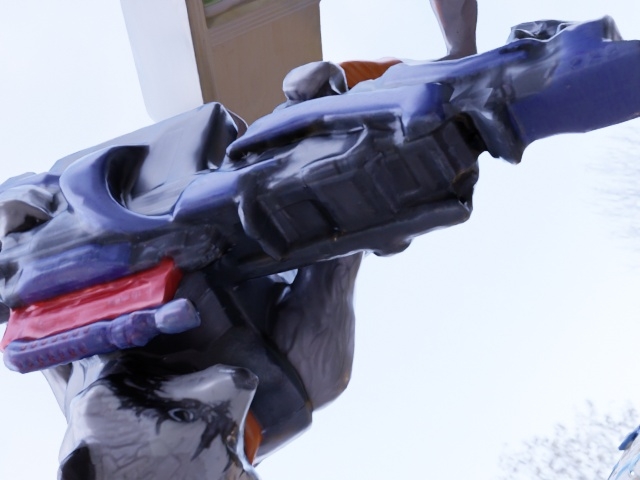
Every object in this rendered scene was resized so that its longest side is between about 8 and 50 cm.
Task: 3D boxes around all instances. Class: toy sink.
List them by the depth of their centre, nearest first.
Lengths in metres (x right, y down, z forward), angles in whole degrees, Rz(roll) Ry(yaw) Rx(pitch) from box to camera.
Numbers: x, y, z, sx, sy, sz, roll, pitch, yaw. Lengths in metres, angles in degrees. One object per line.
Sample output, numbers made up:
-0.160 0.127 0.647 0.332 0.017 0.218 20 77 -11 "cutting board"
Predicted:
-0.085 -0.191 0.849 0.131 0.153 0.234 -28 -41 -21 "toy sink"

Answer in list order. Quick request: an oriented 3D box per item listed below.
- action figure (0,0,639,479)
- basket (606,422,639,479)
0.000 0.000 0.437 0.178 0.341 0.330 61 -144 -26 "action figure"
0.450 0.301 1.112 0.289 0.255 0.201 -14 -42 -47 "basket"
